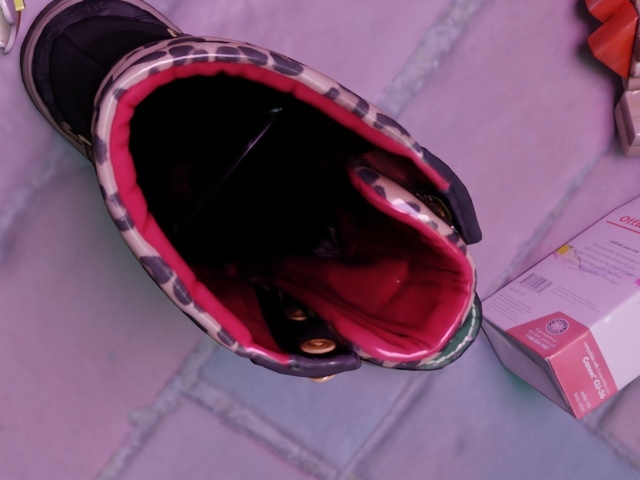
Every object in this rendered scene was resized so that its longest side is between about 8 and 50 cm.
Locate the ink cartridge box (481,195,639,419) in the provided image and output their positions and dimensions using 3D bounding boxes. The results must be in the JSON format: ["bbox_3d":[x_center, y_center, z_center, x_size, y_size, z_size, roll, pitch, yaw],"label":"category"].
[{"bbox_3d":[0.237,0.040,0.721,0.198,0.115,0.067,-34,113,-8],"label":"ink cartridge box"}]

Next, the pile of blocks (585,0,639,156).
[{"bbox_3d":[0.247,-0.195,0.640,0.113,0.149,0.362,-8,107,3],"label":"pile of blocks"}]

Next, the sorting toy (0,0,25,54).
[{"bbox_3d":[-0.200,-0.149,0.528,0.083,0.075,0.045,42,89,-25],"label":"sorting toy"}]

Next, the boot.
[{"bbox_3d":[0.000,0.000,0.528,0.377,0.284,0.138,42,89,-24],"label":"boot"}]
